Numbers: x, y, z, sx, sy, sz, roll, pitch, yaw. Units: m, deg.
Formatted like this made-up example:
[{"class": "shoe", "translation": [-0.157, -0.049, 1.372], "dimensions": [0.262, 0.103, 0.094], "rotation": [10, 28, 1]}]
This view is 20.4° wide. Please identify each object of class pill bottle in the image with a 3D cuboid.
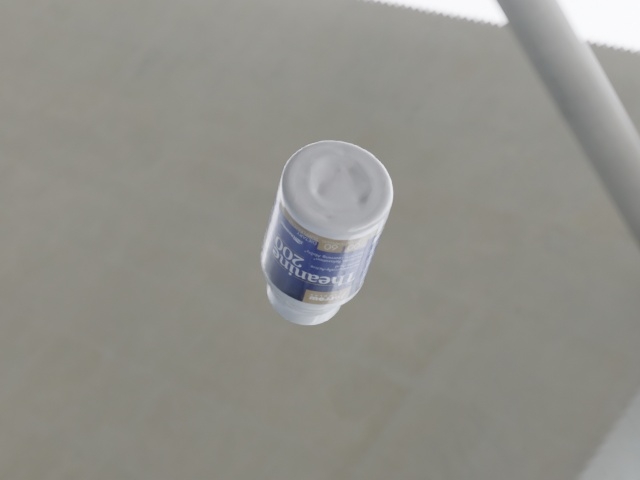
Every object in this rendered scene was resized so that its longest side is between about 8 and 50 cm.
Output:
[{"class": "pill bottle", "translation": [0.000, 0.000, 1.064], "dimensions": [0.067, 0.120, 0.067], "rotation": [5, -124, -8]}]
